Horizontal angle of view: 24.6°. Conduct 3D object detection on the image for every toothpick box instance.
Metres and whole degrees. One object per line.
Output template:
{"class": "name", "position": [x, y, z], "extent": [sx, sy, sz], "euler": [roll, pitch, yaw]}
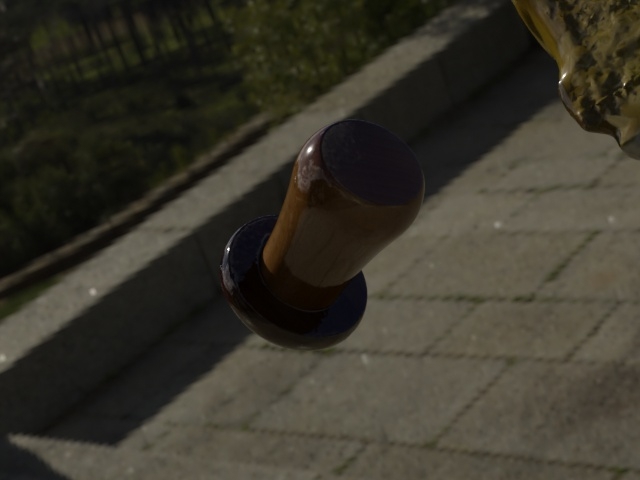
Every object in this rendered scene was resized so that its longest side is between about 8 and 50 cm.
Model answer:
{"class": "toothpick box", "position": [0.000, 0.000, 1.741], "extent": [0.192, 0.192, 0.294], "euler": [-42, -11, -44]}

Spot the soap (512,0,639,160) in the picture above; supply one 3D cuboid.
{"class": "soap", "position": [0.151, -0.255, 0.901], "extent": [0.169, 0.338, 0.304], "euler": [-37, 10, 32]}
